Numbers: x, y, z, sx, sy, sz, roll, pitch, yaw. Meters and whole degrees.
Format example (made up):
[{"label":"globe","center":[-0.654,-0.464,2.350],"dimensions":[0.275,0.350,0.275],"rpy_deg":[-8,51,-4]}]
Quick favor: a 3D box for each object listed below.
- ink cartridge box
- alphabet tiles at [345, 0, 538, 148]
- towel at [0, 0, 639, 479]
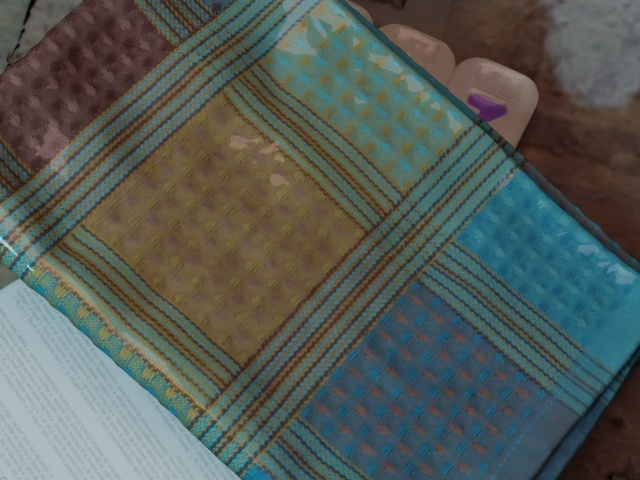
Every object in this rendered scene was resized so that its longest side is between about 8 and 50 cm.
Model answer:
[{"label":"ink cartridge box","center":[-0.140,0.114,0.972],"dimensions":[0.232,0.066,0.189],"rpy_deg":[-34,70,-13]},{"label":"alphabet tiles","center":[0.002,-0.015,1.078],"dimensions":[0.284,0.021,0.278],"rpy_deg":[24,67,10]},{"label":"towel","center":[0.000,0.000,0.978],"dimensions":[0.370,0.040,0.271],"rpy_deg":[42,58,0]}]
